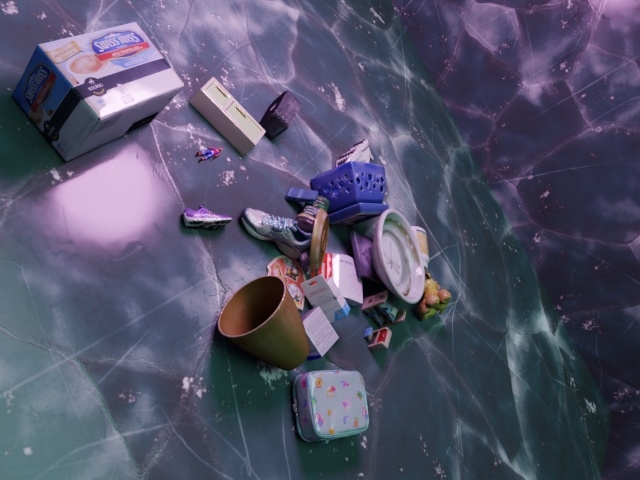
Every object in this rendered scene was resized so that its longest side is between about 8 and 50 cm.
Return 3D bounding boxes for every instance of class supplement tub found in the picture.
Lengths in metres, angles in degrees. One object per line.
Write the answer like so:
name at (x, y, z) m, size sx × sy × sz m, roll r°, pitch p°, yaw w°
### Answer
supplement tub at (0.425, 0.051, 2.346) m, size 0.144 × 0.144 × 0.200 m, roll 26°, pitch 51°, yaw -35°

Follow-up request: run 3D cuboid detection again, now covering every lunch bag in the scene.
lunch bag at (0.032, 0.543, 1.669) m, size 0.279 × 0.107 × 0.224 m, roll 12°, pitch 63°, yaw -42°

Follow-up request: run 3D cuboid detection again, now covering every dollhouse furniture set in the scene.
dollhouse furniture set at (0.239, 0.317, 2.004) m, size 0.129 × 0.129 × 0.184 m, roll 45°, pitch 42°, yaw -19°

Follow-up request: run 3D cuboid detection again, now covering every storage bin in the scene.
storage bin at (-0.163, -0.506, 2.046) m, size 0.084 × 0.122 × 0.180 m, roll 41°, pitch 44°, yaw -24°

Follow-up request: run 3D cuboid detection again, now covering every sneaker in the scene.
sneaker at (-0.145, -0.050, 1.797) m, size 0.283 × 0.122 × 0.110 m, roll 30°, pitch 47°, yaw -26°
sneaker at (0.168, -0.371, 2.350) m, size 0.118 × 0.110 × 0.292 m, roll 62°, pitch 39°, yaw -15°
sneaker at (-0.361, -0.079, 1.636) m, size 0.169 × 0.068 × 0.071 m, roll 4°, pitch 60°, yaw -45°

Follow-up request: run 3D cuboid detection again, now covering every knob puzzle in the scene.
knob puzzle at (-0.111, 0.130, 1.812) m, size 0.213 × 0.030 × 0.213 m, roll 25°, pitch 51°, yaw -36°

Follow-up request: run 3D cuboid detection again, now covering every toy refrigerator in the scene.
toy refrigerator at (-0.334, -0.452, 1.854) m, size 0.269 × 0.094 × 0.102 m, roll 45°, pitch 43°, yaw -19°

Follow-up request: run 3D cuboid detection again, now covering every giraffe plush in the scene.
giraffe plush at (0.502, 0.241, 2.326) m, size 0.210 × 0.181 × 0.171 m, roll -6°, pitch 51°, yaw -38°

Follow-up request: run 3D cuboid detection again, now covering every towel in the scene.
towel at (-0.069, -0.175, 1.976) m, size 0.067 × 0.119 × 0.029 m, roll -67°, pitch 160°, yaw -45°

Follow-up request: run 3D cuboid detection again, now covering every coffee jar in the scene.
coffee jar at (-0.035, -0.097, 1.971) m, size 0.096 × 0.079 × 0.184 m, roll 20°, pitch 45°, yaw 6°

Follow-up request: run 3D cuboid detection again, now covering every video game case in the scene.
video game case at (0.214, 0.080, 2.147) m, size 0.274 × 0.026 × 0.196 m, roll 23°, pitch 51°, yaw -56°

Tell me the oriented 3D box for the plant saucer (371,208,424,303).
plant saucer at (0.304, 0.072, 2.100) m, size 0.400 × 0.100 × 0.401 m, roll 31°, pitch 51°, yaw -48°

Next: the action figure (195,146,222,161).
action figure at (-0.382, -0.305, 1.772) m, size 0.038 × 0.030 × 0.115 m, roll 55°, pitch 38°, yaw 0°

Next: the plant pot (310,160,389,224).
plant pot at (0.132, -0.185, 2.107) m, size 0.235 × 0.235 × 0.212 m, roll -3°, pitch 78°, yaw -49°

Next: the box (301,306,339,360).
box at (-0.022, 0.323, 1.763) m, size 0.137 × 0.072 × 0.126 m, roll 58°, pitch 39°, yaw -4°

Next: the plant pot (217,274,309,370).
plant pot at (-0.143, 0.277, 1.564) m, size 0.254 × 0.237 × 0.237 m, roll 55°, pitch 38°, yaw -31°

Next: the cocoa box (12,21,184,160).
cocoa box at (-0.613, -0.425, 1.427) m, size 0.228 × 0.231 × 0.347 m, roll 53°, pitch 40°, yaw -10°

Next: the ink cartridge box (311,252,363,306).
ink cartridge box at (0.069, 0.136, 1.985) m, size 0.232 × 0.066 × 0.189 m, roll 30°, pitch 49°, yaw -38°

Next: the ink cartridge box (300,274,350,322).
ink cartridge box at (0.017, 0.203, 1.832) m, size 0.180 × 0.104 × 0.060 m, roll 60°, pitch 24°, yaw -10°

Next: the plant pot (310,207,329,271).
plant pot at (0.000, 0.000, 1.865) m, size 0.236 × 0.032 × 0.237 m, roll 8°, pitch 90°, yaw -83°
